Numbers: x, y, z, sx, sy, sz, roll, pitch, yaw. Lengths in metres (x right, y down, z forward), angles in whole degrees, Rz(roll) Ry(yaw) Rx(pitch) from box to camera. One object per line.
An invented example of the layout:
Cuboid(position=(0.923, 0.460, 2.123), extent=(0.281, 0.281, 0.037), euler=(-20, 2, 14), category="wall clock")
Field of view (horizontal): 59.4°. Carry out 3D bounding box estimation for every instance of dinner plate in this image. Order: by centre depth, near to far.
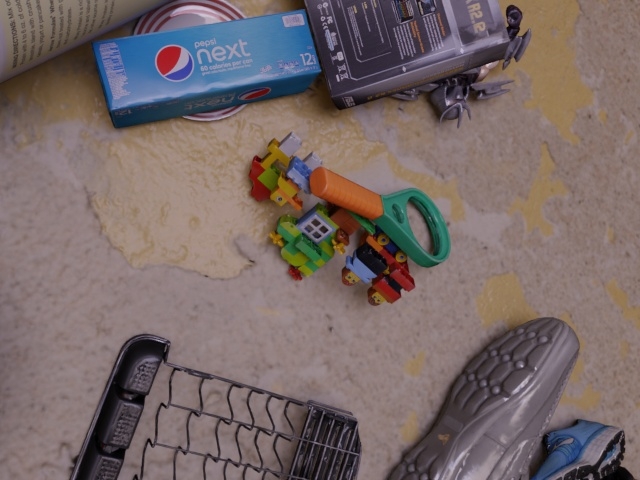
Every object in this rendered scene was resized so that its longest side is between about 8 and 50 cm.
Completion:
Cuboid(position=(-0.131, -0.198, 0.609), extent=(0.141, 0.017, 0.141), euler=(2, 85, -17), category="dinner plate")

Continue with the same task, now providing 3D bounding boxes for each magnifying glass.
Cuboid(position=(0.073, -0.029, 0.593), extent=(0.231, 0.026, 0.092), euler=(17, 57, -45), category="magnifying glass")

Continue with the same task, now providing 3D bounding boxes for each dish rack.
Cuboid(position=(-0.098, 0.232, 0.563), extent=(0.272, 0.074, 0.208), euler=(21, 81, -16), category="dish rack")

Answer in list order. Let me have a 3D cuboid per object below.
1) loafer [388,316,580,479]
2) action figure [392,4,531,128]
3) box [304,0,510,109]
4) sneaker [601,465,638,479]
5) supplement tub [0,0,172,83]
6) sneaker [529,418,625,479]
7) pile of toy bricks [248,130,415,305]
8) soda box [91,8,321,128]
Cuboid(position=(0.191, 0.228, 0.635), extent=(0.111, 0.112, 0.319), euler=(43, 83, -15), category="loafer")
Cuboid(position=(0.150, -0.274, 0.661), extent=(0.185, 0.099, 0.284), euler=(-3, 90, -22), category="action figure")
Cuboid(position=(0.071, -0.275, 0.580), extent=(0.183, 0.056, 0.231), euler=(-16, 87, 9), category="box")
Cuboid(position=(0.391, 0.372, 0.691), extent=(0.227, 0.087, 0.130), euler=(39, 83, -5), category="sneaker")
Cuboid(position=(-0.256, -0.253, 0.420), extent=(0.235, 0.235, 0.325), euler=(50, 55, -8), category="supplement tub")
Cuboid(position=(0.294, 0.270, 0.678), extent=(0.162, 0.073, 0.063), euler=(-22, 110, -28), category="sneaker")
Cuboid(position=(0.000, 0.000, 0.603), extent=(0.105, 0.118, 0.212), euler=(-39, 113, 23), category="pile of toy bricks")
Cuboid(position=(-0.112, -0.173, 0.567), extent=(0.210, 0.071, 0.067), euler=(-15, 91, -17), category="soda box")
